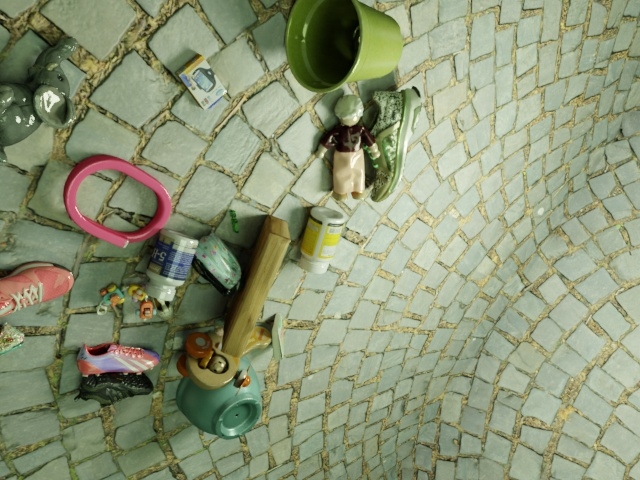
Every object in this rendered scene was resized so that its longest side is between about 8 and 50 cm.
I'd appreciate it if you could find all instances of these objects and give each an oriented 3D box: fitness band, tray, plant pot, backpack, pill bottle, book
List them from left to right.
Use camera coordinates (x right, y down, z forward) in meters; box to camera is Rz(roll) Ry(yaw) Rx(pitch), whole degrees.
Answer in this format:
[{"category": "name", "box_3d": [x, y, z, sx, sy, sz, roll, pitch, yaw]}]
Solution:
[{"category": "fitness band", "box_3d": [-0.526, -0.099, 1.462, 0.209, 0.054, 0.291, -54, 137, 2]}, {"category": "pill bottle", "box_3d": [-0.427, 0.069, 1.583, 0.112, 0.112, 0.186, 19, 91, -44]}, {"category": "backpack", "box_3d": [-0.314, 0.067, 1.690, 0.115, 0.152, 0.182, -45, 124, -17]}, {"category": "plant pot", "box_3d": [-0.324, 0.558, 1.943, 0.293, 0.196, 0.293, -21, 128, -29]}, {"category": "tray", "box_3d": [-0.209, 0.138, 1.761, 0.076, 0.203, 0.410, 19, 105, -12]}, {"category": "book", "box_3d": [-0.153, 0.347, 2.027, 0.035, 0.096, 0.144, 1, 125, 6]}, {"category": "pill bottle", "box_3d": [0.000, 0.000, 1.902, 0.119, 0.119, 0.208, -1, 117, -39]}, {"category": "plant pot", "box_3d": [0.086, -0.547, 1.549, 0.254, 0.276, 0.276, -15, 126, -46]}]

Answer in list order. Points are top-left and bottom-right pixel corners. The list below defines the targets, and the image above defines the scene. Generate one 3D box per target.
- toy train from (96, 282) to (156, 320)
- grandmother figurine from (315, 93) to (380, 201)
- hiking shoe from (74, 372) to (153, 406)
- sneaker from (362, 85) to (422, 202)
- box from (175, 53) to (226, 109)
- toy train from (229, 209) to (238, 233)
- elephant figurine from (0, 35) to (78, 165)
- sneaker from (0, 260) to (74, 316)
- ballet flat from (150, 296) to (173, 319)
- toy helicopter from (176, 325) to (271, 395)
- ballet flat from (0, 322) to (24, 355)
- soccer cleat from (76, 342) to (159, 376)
[{"category": "toy train", "box_3d": [-0.549, 0.184, 1.605, 0.166, 0.046, 0.125, 5, 112, -28]}, {"category": "grandmother figurine", "box_3d": [0.086, -0.297, 1.801, 0.208, 0.104, 0.342, -9, 121, -18]}, {"category": "hiking shoe", "box_3d": [-0.632, 0.457, 1.725, 0.227, 0.086, 0.114, 18, 118, -38]}, {"category": "sneaker", "box_3d": [0.197, -0.326, 1.878, 0.182, 0.158, 0.410, 8, 117, -8]}, {"category": "box", "box_3d": [-0.306, -0.406, 1.461, 0.081, 0.028, 0.136, -44, 134, -8]}, {"category": "toy train", "box_3d": [-0.263, -0.057, 1.721, 0.017, 0.024, 0.083, -24, 129, -26]}, {"category": "elephant figurine", "box_3d": [-0.609, -0.306, 1.204, 0.239, 0.169, 0.186, -28, 162, -43]}, {"category": "sneaker", "box_3d": [-0.759, 0.142, 1.367, 0.314, 0.136, 0.115, -9, 123, -35]}, {"category": "ballet flat", "box_3d": [-0.479, 0.190, 1.684, 0.057, 0.052, 0.168, -30, 132, -19]}, {"category": "toy helicopter", "box_3d": [-0.281, 0.385, 1.860, 0.355, 0.235, 0.140, -23, 150, -50]}, {"category": "ballet flat", "box_3d": [-0.879, 0.291, 1.421, 0.241, 0.091, 0.077, -33, 103, -24]}, {"category": "soccer cleat", "box_3d": [-0.596, 0.346, 1.674, 0.248, 0.083, 0.095, 3, 110, -37]}]
